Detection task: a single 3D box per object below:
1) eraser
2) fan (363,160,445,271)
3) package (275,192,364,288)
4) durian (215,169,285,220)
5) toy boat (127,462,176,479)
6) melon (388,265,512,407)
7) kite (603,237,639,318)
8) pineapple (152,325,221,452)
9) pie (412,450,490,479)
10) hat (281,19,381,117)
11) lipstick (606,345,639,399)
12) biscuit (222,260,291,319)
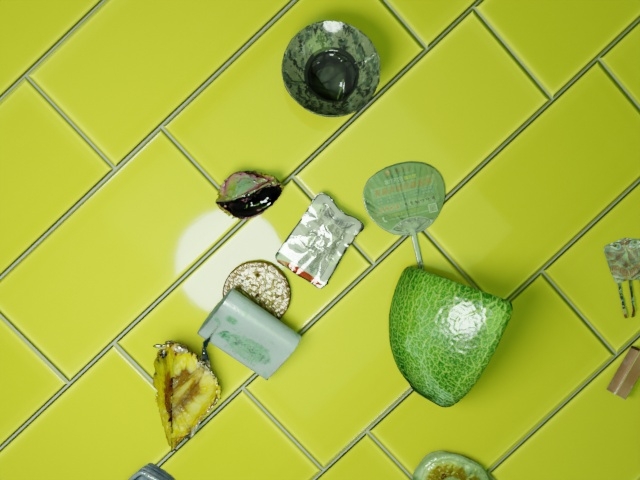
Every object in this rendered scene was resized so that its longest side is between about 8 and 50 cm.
[{"bbox_3d":[-0.189,0.250,1.473,0.227,0.081,0.174,36,115,-11],"label":"eraser"},{"bbox_3d":[0.262,-0.089,1.529,0.223,0.012,0.294,-43,95,0],"label":"fan"},{"bbox_3d":[0.000,0.000,1.513,0.166,0.040,0.232,33,100,-1],"label":"package"},{"bbox_3d":[-0.195,-0.130,1.477,0.186,0.119,0.108,-24,57,-12],"label":"durian"},{"bbox_3d":[-0.422,0.743,1.527,0.127,0.078,0.283,-41,95,0],"label":"toy boat"},{"bbox_3d":[0.324,0.268,1.468,0.331,0.226,0.344,17,93,34],"label":"melon"},{"bbox_3d":[0.876,0.105,1.567,0.127,0.016,0.229,-13,94,2],"label":"kite"},{"bbox_3d":[-0.358,0.364,1.481,0.158,0.161,0.335,-14,116,-29],"label":"pineapple"},{"bbox_3d":[0.369,0.705,1.571,0.240,0.054,0.241,0,96,-2],"label":"pie"},{"bbox_3d":[0.028,-0.418,1.436,0.265,0.128,0.266,0,80,3],"label":"hat"},{"bbox_3d":[0.869,0.372,1.571,0.045,0.045,0.145,29,92,-7],"label":"lipstick"},{"bbox_3d":[-0.173,0.148,1.518,0.187,0.027,0.188,0,96,-4],"label":"biscuit"}]
